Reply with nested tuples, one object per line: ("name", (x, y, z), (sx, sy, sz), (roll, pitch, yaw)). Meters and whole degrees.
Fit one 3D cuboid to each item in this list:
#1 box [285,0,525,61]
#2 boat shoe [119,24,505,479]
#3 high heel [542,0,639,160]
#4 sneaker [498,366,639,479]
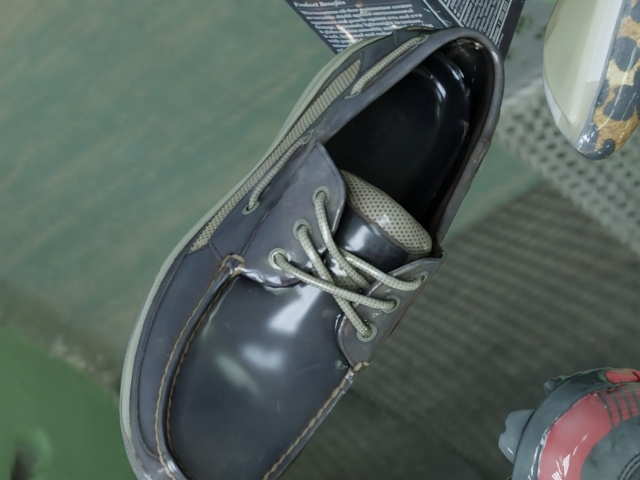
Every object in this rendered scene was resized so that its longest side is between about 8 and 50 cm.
("box", (0.080, -0.356, 1.764), (0.182, 0.296, 0.294), (3, 152, 38))
("boat shoe", (0.000, 0.000, 1.028), (0.132, 0.355, 0.130), (34, 152, -13))
("high heel", (0.205, -0.093, 0.810), (0.186, 0.261, 0.093), (30, 137, -7))
("sneaker", (0.207, 0.136, 0.792), (0.276, 0.135, 0.098), (27, 87, -29))
